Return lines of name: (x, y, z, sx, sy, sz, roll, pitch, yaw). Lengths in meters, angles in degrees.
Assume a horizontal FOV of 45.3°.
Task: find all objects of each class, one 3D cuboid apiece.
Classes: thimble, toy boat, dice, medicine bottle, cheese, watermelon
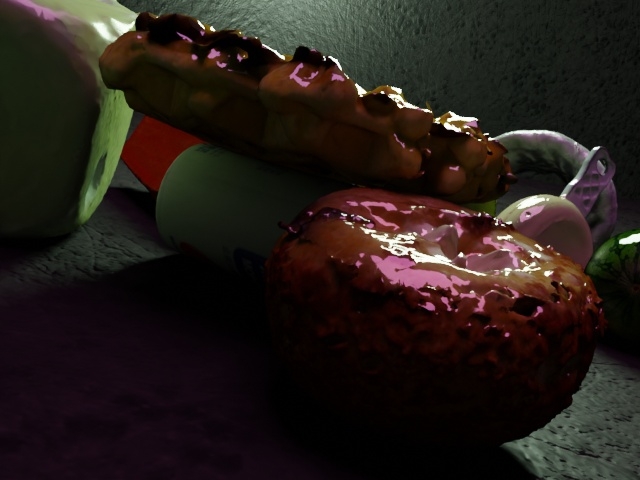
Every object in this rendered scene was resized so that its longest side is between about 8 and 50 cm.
thimble: (0.307, -0.049, 1.133, 0.245, 0.217, 0.157, 9, 1, 21)
toy boat: (-0.156, -0.090, 1.055, 0.133, 0.145, 0.332, 38, -4, -35)
dice: (-0.333, -0.162, 0.808, 0.252, 0.254, 0.250, 19, 25, -10)
medicine bottle: (0.000, 0.000, 0.779, 0.341, 0.130, 0.130, 18, 13, 27)
cheese: (0.282, -0.020, 0.954, 0.163, 0.249, 0.071, 23, -5, -31)
watermelon: (0.389, 0.054, 0.921, 0.141, 0.140, 0.187, 18, 6, 23)

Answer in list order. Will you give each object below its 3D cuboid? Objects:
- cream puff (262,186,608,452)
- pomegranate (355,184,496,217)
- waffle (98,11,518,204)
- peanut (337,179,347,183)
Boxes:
cream puff: (0.071, 0.054, 0.541, 0.240, 0.164, 0.240, 12, 27, -6)
pomegranate: (0.102, -0.039, 1.007, 0.248, 0.214, 0.214, -25, 12, 3)
waffle: (0.001, -0.109, 0.745, 0.380, 0.095, 0.382, 18, 5, 19)
peanut: (-0.021, -0.109, 1.101, 0.152, 0.152, 0.313, 12, -17, -4)
